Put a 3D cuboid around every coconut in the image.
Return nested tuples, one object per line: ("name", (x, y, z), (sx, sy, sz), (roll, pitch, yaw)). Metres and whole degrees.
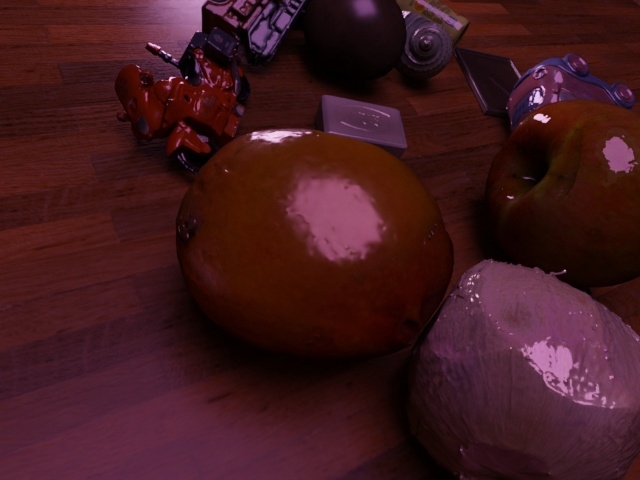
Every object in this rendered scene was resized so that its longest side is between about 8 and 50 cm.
("coconut", (0.257, 0.194, 0.627), (0.297, 0.297, 0.254), (36, 39, 8))

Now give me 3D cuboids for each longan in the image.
("longan", (0.081, -0.485, 1.122), (0.249, 0.248, 0.248), (10, 52, -13))

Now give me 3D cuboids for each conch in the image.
("conch", (0.241, -0.480, 1.230), (0.173, 0.200, 0.131), (24, 85, -3))

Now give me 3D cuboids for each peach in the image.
("peach", (-0.001, 0.002, 0.657), (0.373, 0.289, 0.372), (14, 11, -3))

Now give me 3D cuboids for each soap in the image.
("soap", (0.084, -0.236, 1.029), (0.183, 0.063, 0.121), (6, 56, -16))

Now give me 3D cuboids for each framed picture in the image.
("framed picture", (0.512, -0.449, 1.382), (0.213, 0.016, 0.289), (3, 54, -20))

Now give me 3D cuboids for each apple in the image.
("apple", (0.490, -0.082, 0.902), (0.340, 0.339, 0.339), (10, 52, -13))

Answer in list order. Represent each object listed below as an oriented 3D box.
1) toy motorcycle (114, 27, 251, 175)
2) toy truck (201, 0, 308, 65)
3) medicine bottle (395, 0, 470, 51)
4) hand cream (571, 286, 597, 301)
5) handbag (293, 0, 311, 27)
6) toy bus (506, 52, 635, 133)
("toy motorcycle", (-0.247, -0.273, 0.892), (0.221, 0.148, 0.325), (31, 48, -26))
("toy truck", (-0.113, -0.569, 1.092), (0.185, 0.133, 0.338), (34, 76, -6))
("medicine bottle", (0.296, -0.632, 1.373), (0.239, 0.124, 0.124), (35, 50, 8))
("hand cream", (0.516, 0.191, 0.880), (0.096, 0.059, 0.275), (7, 48, -19))
("handbag", (-0.105, -0.678, 1.270), (0.308, 0.093, 0.253), (19, 51, -6))
("toy bus", (0.603, -0.287, 1.186), (0.294, 0.197, 0.231), (30, 62, -5))
